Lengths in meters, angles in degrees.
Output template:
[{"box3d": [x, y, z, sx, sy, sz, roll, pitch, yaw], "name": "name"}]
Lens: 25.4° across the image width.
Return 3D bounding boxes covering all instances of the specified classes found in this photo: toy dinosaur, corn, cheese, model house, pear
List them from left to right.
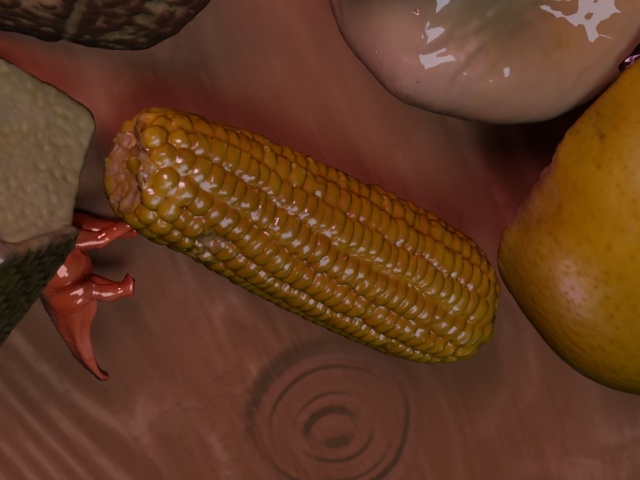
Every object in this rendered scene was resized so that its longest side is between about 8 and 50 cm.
[{"box3d": [-0.271, -0.020, 0.879, 0.214, 0.189, 0.195, 32, 115, -27], "name": "model house"}, {"box3d": [-0.181, -0.002, 1.035, 0.101, 0.055, 0.280, -10, 118, -11], "name": "toy dinosaur"}, {"box3d": [0.000, 0.000, 1.063, 0.363, 0.120, 0.120, 27, 116, -36], "name": "corn"}, {"box3d": [0.125, -0.181, 0.954, 0.235, 0.117, 0.218, -11, 130, -16], "name": "cheese"}, {"box3d": [0.321, -0.011, 1.059, 0.340, 0.191, 0.386, -22, 151, -25], "name": "pear"}]

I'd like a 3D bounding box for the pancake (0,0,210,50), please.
[{"box3d": [-0.176, -0.180, 0.814, 0.250, 0.031, 0.250, 9, 157, 4], "name": "pancake"}]
